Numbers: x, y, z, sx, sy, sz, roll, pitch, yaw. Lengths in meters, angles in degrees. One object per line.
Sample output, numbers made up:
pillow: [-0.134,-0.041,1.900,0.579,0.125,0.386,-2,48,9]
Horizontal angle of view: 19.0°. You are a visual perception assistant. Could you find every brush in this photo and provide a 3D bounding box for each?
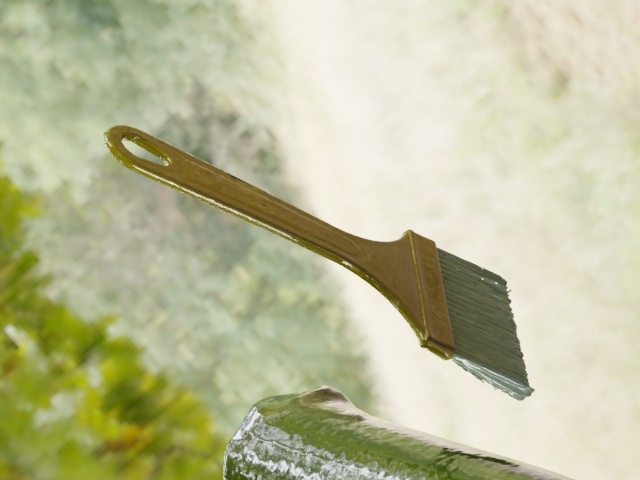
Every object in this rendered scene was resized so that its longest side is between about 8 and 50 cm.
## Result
brush: [0.000,0.000,0.796,0.205,0.011,0.083,27,-151,-20]

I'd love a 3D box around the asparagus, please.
asparagus: [0.045,0.104,0.737,0.278,0.067,0.060,6,113,58]
